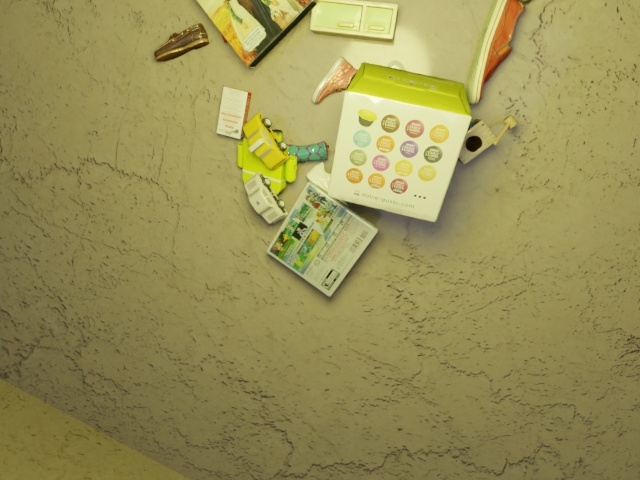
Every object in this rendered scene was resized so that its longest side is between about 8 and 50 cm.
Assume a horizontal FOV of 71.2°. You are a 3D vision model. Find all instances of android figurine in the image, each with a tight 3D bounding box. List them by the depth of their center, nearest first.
[{"bbox_3d":[-0.199,-0.274,1.619,0.248,0.056,0.272,17,122,21],"label":"android figurine"}]

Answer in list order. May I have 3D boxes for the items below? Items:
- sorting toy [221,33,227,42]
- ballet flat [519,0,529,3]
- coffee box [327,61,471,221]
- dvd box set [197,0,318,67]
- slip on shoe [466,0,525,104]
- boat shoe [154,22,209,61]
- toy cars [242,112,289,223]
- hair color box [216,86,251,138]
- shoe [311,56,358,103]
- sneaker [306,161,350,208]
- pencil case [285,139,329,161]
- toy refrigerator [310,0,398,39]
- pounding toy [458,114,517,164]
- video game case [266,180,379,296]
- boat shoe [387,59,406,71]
[{"bbox_3d":[-0.307,-0.812,1.518,0.132,0.046,0.274,-16,102,14],"label":"sorting toy"},{"bbox_3d":[0.547,-0.804,1.349,0.250,0.058,0.084,31,79,-2],"label":"ballet flat"},{"bbox_3d":[0.235,-0.314,1.372,0.338,0.338,0.334,14,126,5],"label":"coffee box"},{"bbox_3d":[-0.250,-0.826,1.430,0.308,0.062,0.420,-35,95,23],"label":"dvd box set"},{"bbox_3d":[0.543,-0.590,1.399,0.101,0.123,0.331,17,104,1],"label":"slip on shoe"},{"bbox_3d":[-0.494,-0.696,1.576,0.207,0.073,0.073,-18,100,7],"label":"boat shoe"},{"bbox_3d":[-0.203,-0.235,1.553,0.177,0.087,0.393,16,120,23],"label":"toy cars"},{"bbox_3d":[-0.313,-0.461,1.619,0.093,0.053,0.167,15,107,5],"label":"hair color box"},{"bbox_3d":[0.050,-0.529,1.528,0.081,0.063,0.178,39,104,3],"label":"shoe"},{"bbox_3d":[0.049,-0.191,1.626,0.094,0.080,0.212,-42,94,6],"label":"sneaker"},{"bbox_3d":[-0.047,-0.319,1.606,0.152,0.064,0.070,-4,106,12],"label":"pencil case"},{"bbox_3d":[0.109,-0.715,1.448,0.270,0.094,0.102,10,107,7],"label":"toy refrigerator"},{"bbox_3d":[0.515,-0.346,1.436,0.206,0.181,0.094,-39,96,18],"label":"pounding toy"},{"bbox_3d":[0.000,0.000,1.626,0.300,0.036,0.329,35,115,4],"label":"video game case"},{"bbox_3d":[0.267,-0.510,1.495,0.066,0.063,0.184,-12,104,13],"label":"boat shoe"}]
